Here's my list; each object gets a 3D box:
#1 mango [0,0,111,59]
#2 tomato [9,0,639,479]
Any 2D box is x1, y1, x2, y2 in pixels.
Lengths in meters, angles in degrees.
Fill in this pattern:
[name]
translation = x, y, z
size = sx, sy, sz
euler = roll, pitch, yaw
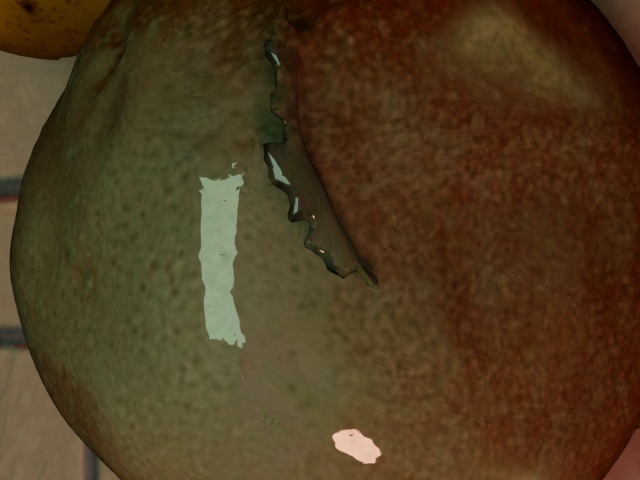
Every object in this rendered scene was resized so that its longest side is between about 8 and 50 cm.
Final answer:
[mango]
translation = -0.149, -0.194, 1.029
size = 0.290, 0.160, 0.191
euler = 2, 98, 45
[tomato]
translation = 0.000, 0.000, 0.830
size = 0.303, 0.239, 0.303
euler = -1, 89, 45
